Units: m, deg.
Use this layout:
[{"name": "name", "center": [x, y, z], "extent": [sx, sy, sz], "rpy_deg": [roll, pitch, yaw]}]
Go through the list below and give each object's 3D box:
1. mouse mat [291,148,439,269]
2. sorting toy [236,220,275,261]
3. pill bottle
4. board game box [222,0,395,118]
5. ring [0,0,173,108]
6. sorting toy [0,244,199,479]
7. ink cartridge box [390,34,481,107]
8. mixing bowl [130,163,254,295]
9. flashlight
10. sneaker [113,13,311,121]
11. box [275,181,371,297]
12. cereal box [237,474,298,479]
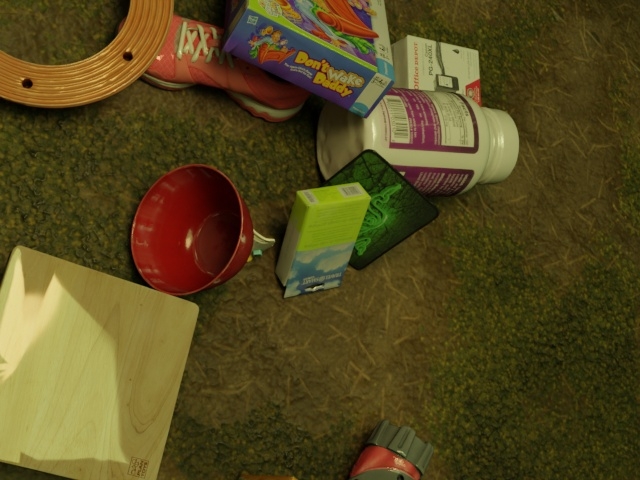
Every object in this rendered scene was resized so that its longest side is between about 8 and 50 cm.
[{"name": "mouse mat", "center": [0.065, -0.042, 1.501], "extent": [0.152, 0.189, 0.007], "rpy_deg": [40, 40, -16]}, {"name": "sorting toy", "center": [-0.102, -0.006, 1.456], "extent": [0.083, 0.075, 0.045], "rpy_deg": [35, 64, -18]}, {"name": "pill bottle", "center": [0.159, -0.154, 1.584], "extent": [0.301, 0.169, 0.169], "rpy_deg": [0, 79, -30]}, {"name": "board game box", "center": [-0.019, -0.354, 1.481], "extent": [0.233, 0.078, 0.347], "rpy_deg": [22, 39, -22]}, {"name": "ring", "center": [-0.370, -0.335, 1.365], "extent": [0.336, 0.032, 0.337], "rpy_deg": [4, 74, -13]}, {"name": "sorting toy", "center": [-0.316, 0.172, 1.289], "extent": [0.255, 0.089, 0.257], "rpy_deg": [21, 70, -24]}, {"name": "ink cartridge box", "center": [0.191, -0.273, 1.688], "extent": [0.150, 0.063, 0.109], "rpy_deg": [5, 77, -29]}, {"name": "mixing bowl", "center": [-0.160, -0.005, 1.387], "extent": [0.098, 0.181, 0.181], "rpy_deg": [26, 63, -59]}, {"name": "flashlight", "center": [0.057, 0.410, 1.443], "extent": [0.103, 0.103, 0.304], "rpy_deg": [41, 61, -19]}, {"name": "sneaker", "center": [-0.139, -0.275, 1.459], "extent": [0.313, 0.136, 0.116], "rpy_deg": [15, 72, -26]}, {"name": "box", "center": [0.000, 0.000, 1.482], "extent": [0.109, 0.178, 0.042], "rpy_deg": [-10, 46, -30]}, {"name": "cereal box", "center": [-0.119, 0.417, 1.299], "extent": [0.047, 0.173, 0.240], "rpy_deg": [42, 62, -16]}]
